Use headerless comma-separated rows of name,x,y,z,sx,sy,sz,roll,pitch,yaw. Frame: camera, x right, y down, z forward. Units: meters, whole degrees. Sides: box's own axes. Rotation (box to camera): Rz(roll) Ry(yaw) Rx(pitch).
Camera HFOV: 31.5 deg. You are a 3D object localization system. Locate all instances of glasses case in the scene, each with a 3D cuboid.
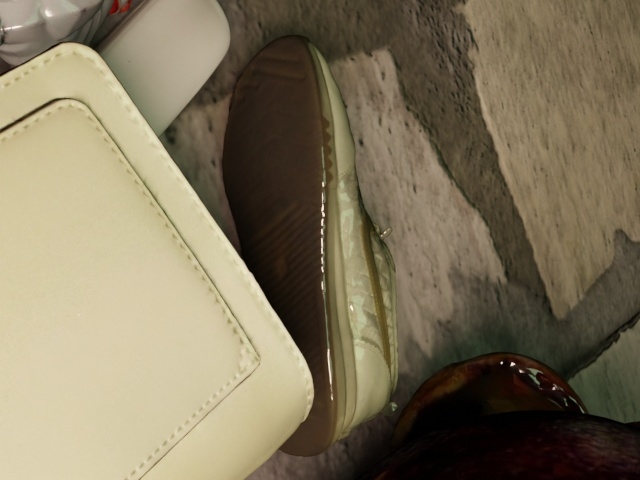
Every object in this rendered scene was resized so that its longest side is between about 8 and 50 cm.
glasses case,-0.111,-0.103,0.706,0.063,0.041,0.164,52,50,-25

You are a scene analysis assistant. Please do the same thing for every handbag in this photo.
handbag,-0.189,0.100,0.501,0.236,0.160,0.358,53,49,-4

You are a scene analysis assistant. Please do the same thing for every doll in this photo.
doll,-0.148,-0.150,0.665,0.180,0.079,0.094,-55,143,-51

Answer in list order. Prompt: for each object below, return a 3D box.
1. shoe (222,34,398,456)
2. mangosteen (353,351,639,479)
shoe,0.000,0.000,0.756,0.098,0.103,0.274,-3,89,-46
mangosteen,0.156,0.254,0.675,0.382,0.382,0.435,55,38,-21
